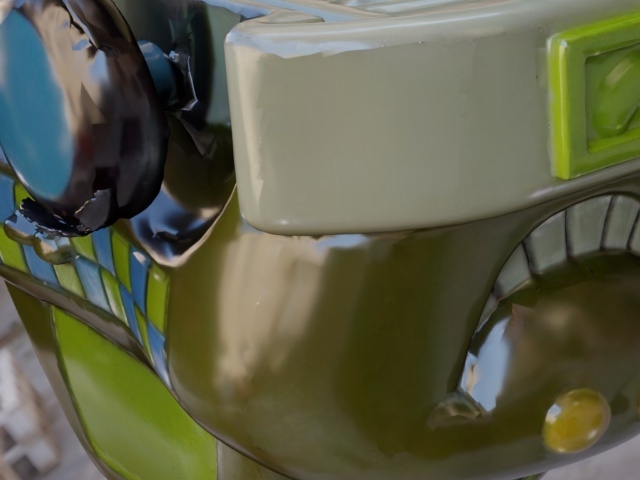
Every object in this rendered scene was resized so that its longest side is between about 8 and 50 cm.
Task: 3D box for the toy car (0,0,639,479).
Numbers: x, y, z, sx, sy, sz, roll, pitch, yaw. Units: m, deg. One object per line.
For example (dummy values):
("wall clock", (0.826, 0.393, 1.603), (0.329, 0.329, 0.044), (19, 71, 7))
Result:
("toy car", (0.000, 0.000, 0.456), (0.204, 0.198, 0.248), (-17, 23, -31))
